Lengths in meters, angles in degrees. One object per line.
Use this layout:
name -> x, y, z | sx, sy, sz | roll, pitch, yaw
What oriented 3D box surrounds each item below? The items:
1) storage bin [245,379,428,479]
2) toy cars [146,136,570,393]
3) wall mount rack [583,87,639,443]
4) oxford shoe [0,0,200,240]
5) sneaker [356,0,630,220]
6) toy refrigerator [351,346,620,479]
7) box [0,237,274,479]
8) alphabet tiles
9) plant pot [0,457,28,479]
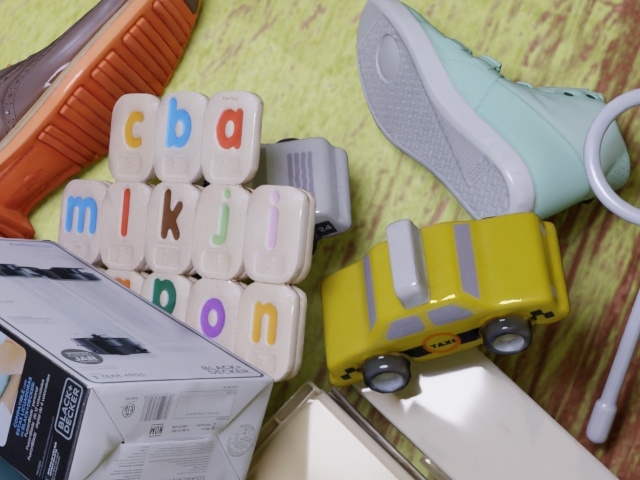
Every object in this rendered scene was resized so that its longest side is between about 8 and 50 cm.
storage bin -> 0.006, 0.286, 1.224 | 0.262, 0.123, 0.260 | 43, 87, 14
toy cars -> 0.000, 0.000, 1.228 | 0.393, 0.087, 0.176 | 22, 71, 39
wall mount rack -> 0.350, 0.031, 1.230 | 0.350, 0.130, 0.304 | 17, 77, 8
oxford shoe -> -0.247, -0.110, 1.345 | 0.132, 0.130, 0.364 | 40, 84, 22
sneaker -> 0.139, -0.110, 1.323 | 0.151, 0.094, 0.256 | -13, 50, -30
toy refrigerator -> 0.133, 0.162, 1.243 | 0.269, 0.102, 0.094 | 42, 86, 13
box -> -0.192, 0.085, 1.195 | 0.290, 0.169, 0.087 | 28, 108, 41
alphabet tiles -> -0.111, 0.026, 1.250 | 0.284, 0.021, 0.278 | 4, 89, 46
plant pot -> -0.332, 0.271, 1.166 | 0.341, 0.341, 0.334 | 23, 98, 12
